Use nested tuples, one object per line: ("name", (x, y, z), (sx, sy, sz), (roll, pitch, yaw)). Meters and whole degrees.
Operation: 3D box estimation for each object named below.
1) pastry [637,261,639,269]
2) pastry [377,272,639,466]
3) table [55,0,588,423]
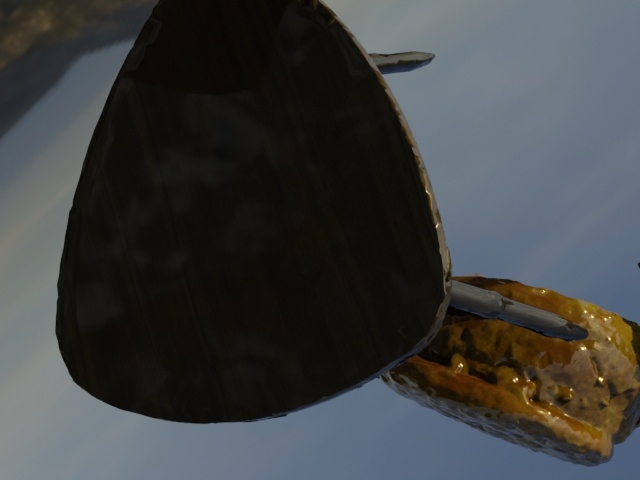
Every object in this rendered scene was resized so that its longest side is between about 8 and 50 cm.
("pastry", (0.495, -0.008, 1.218), (0.337, 0.292, 0.405), (17, -138, 33))
("pastry", (0.178, 0.111, 1.226), (0.235, 0.240, 0.132), (86, 26, -82))
("table", (0.000, 0.000, 0.964), (0.317, 0.317, 0.249), (-39, 153, 28))
